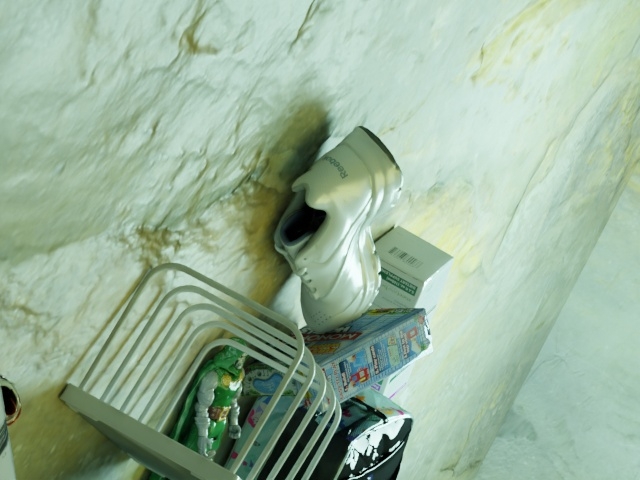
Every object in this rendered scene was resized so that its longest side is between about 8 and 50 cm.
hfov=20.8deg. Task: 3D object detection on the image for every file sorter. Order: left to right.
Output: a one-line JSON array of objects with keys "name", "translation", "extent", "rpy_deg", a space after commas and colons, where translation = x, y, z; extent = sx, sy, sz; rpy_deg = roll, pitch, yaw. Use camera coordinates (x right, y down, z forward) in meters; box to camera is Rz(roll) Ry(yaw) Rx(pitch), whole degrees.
[{"name": "file sorter", "translation": [-0.102, 0.165, 1.770], "extent": [0.173, 0.193, 0.278], "rpy_deg": [-59, 162, -13]}]

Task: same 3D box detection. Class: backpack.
[{"name": "backpack", "translation": [-0.001, 0.282, 2.215], "extent": [0.253, 0.191, 0.225], "rpy_deg": [-15, 136, -55]}]

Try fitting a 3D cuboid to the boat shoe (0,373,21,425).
[{"name": "boat shoe", "translation": [-0.278, 0.135, 1.486], "extent": [0.049, 0.043, 0.137], "rpy_deg": [-57, 163, -15]}]

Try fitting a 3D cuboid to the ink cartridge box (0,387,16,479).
[{"name": "ink cartridge box", "translation": [-0.356, 0.197, 1.172], "extent": [0.285, 0.166, 0.395], "rpy_deg": [-49, 160, -32]}]

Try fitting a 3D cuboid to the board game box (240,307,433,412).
[{"name": "board game box", "translation": [0.003, 0.141, 2.066], "extent": [0.194, 0.194, 0.060], "rpy_deg": [-31, 113, -55]}]

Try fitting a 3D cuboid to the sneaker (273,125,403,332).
[{"name": "sneaker", "translation": [0.000, 0.000, 1.967], "extent": [0.129, 0.111, 0.297], "rpy_deg": [-27, 145, -29]}]

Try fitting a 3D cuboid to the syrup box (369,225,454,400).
[{"name": "syrup box", "translation": [0.087, 0.109, 2.339], "extent": [0.096, 0.093, 0.237], "rpy_deg": [-36, 151, -52]}]

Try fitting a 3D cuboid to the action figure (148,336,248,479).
[{"name": "action figure", "translation": [-0.131, 0.212, 1.981], "extent": [0.137, 0.063, 0.232], "rpy_deg": [-16, 130, -61]}]
